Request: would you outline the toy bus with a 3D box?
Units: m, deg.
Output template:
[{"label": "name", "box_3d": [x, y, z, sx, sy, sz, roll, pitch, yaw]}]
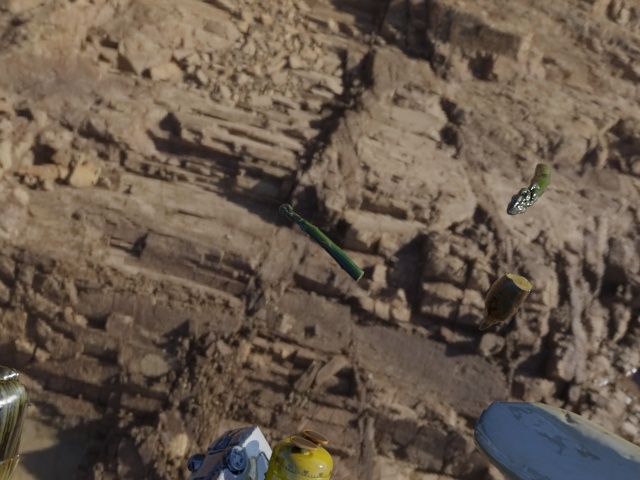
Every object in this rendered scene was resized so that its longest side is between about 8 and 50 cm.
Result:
[{"label": "toy bus", "box_3d": [-0.183, 0.445, 1.195, 0.138, 0.097, 0.342, 61, 33, -13]}]

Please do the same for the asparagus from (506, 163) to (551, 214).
[{"label": "asparagus", "box_3d": [0.269, -0.068, 0.940, 0.027, 0.034, 0.236, 66, 28, -6]}]

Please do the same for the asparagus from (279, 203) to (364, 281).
[{"label": "asparagus", "box_3d": [0.000, 0.000, 0.861, 0.127, 0.018, 0.015, 43, 17, 11]}]

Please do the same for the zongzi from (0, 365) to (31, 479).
[{"label": "zongzi", "box_3d": [-0.489, 0.373, 1.053, 0.154, 0.289, 0.317, 7, 38, -48]}]

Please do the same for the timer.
[{"label": "timer", "box_3d": [-0.036, 0.377, 1.231, 0.107, 0.109, 0.107, 18, 4, -1]}]

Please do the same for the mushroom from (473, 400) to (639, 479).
[{"label": "mushroom", "box_3d": [0.183, 0.155, 0.424, 0.209, 0.071, 0.084, 25, 73, 44]}]

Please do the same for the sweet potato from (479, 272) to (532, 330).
[{"label": "sweet potato", "box_3d": [0.249, 0.089, 1.036, 0.049, 0.117, 0.049, 14, 43, -13]}]
